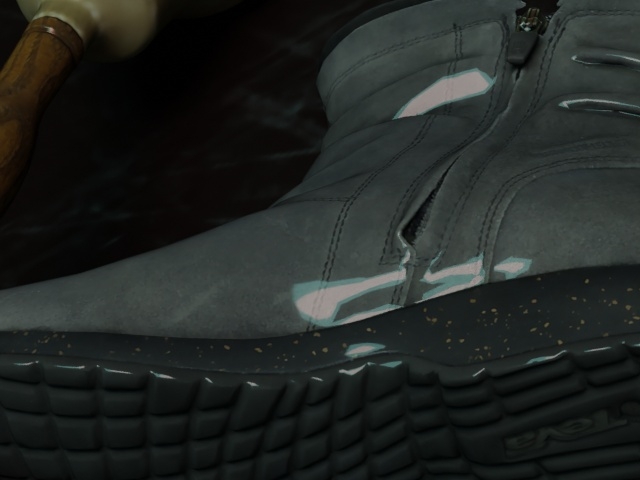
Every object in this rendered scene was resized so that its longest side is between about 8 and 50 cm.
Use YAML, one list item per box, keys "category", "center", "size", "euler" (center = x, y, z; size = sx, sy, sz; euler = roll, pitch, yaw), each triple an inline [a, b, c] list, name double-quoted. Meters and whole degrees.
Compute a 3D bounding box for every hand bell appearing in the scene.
- category: "hand bell"
  center: [-0.113, -0.073, 0.604]
  size: [0.126, 0.126, 0.242]
  euler: [3, 45, 21]

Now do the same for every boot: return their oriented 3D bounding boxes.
- category: "boot"
  center: [0.000, 0.000, 0.571]
  size: [0.338, 0.118, 0.223]
  euler: [-3, 45, 7]
